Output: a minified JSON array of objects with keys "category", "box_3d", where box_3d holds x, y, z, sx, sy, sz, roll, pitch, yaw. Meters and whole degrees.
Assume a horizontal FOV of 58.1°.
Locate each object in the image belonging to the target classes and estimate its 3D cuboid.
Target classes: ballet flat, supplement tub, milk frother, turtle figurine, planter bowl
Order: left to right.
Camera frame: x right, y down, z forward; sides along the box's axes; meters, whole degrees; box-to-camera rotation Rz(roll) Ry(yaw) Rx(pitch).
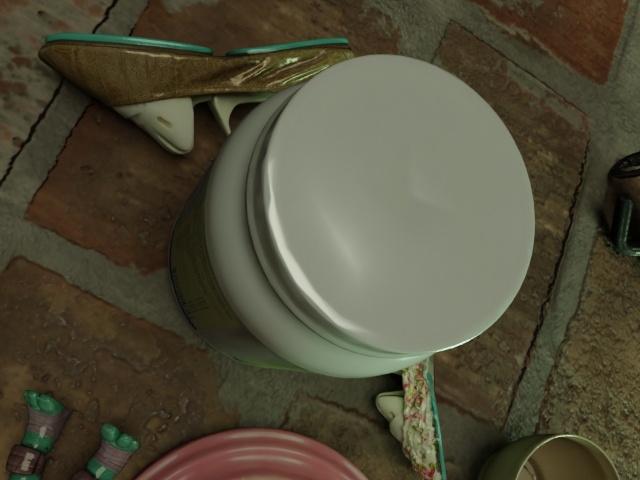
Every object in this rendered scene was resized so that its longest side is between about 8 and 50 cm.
[{"category":"turtle figurine","box_3d":[-0.260,0.256,0.480,0.175,0.118,0.234,32,59,-13]},{"category":"ballet flat","box_3d":[-0.114,-0.158,0.633,0.343,0.116,0.123,-8,103,-26]},{"category":"supplement tub","box_3d":[0.000,0.000,0.516,0.236,0.325,0.235,4,79,-21]},{"category":"ballet flat","box_3d":[0.100,0.159,0.671,0.077,0.091,0.240,-4,76,8]},{"category":"planter bowl","box_3d":[0.254,0.305,0.677,0.162,0.109,0.161,4,78,-20]},{"category":"milk frother","box_3d":[0.497,-0.050,0.852,0.143,0.129,0.134,-54,141,-49]}]

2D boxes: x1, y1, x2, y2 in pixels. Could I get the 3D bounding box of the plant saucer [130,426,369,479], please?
[{"category":"plant saucer","box_3d":[-0.065,0.348,0.536,0.333,0.084,0.331,3,76,-13]}]
